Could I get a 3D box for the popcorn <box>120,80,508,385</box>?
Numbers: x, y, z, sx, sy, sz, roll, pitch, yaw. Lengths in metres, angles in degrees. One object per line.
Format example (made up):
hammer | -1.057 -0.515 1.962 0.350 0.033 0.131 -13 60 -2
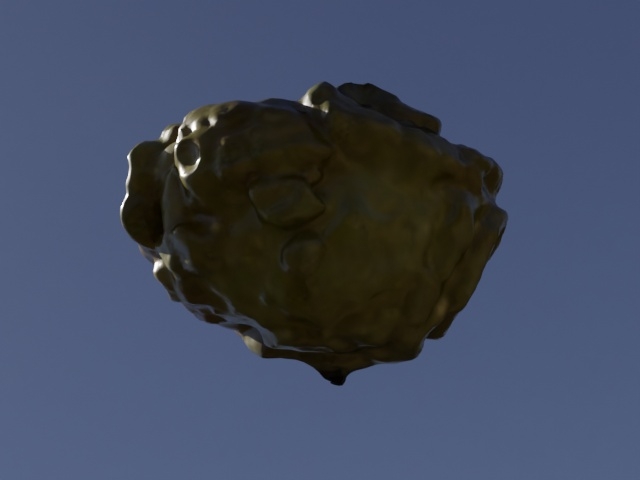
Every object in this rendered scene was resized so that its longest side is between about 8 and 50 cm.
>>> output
popcorn | 0.000 0.000 1.039 0.233 0.192 0.266 -2 -14 33
